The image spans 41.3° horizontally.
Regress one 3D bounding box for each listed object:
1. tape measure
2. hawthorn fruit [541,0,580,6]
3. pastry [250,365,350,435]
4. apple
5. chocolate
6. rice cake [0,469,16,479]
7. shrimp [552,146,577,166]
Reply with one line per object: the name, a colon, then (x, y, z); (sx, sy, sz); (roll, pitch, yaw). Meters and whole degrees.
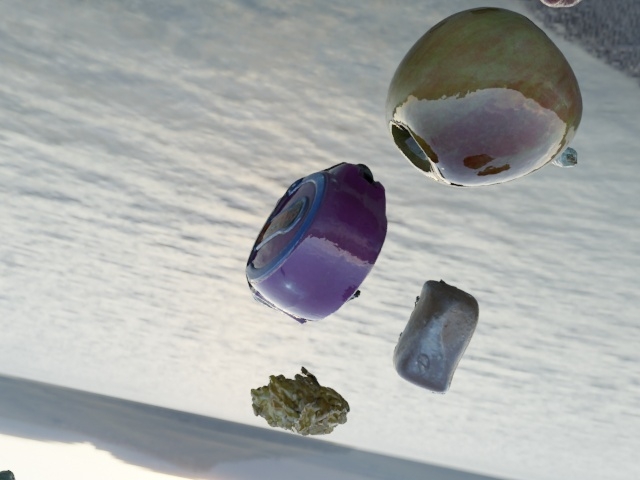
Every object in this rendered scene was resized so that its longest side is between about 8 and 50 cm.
tape measure: (0.000, 0.000, 1.280); (0.149, 0.245, 0.231); (35, 148, -20)
hawthorn fruit: (0.469, -0.514, 1.616); (0.125, 0.140, 0.125); (22, 173, 3)
pastry: (-0.040, 0.352, 1.837); (0.154, 0.102, 0.250); (36, -170, 33)
apple: (0.219, -0.185, 1.172); (0.257, 0.234, 0.257); (47, 171, 10)
chocolate: (0.269, 0.226, 1.967); (0.161, 0.261, 0.083); (20, -176, 4)
rice cake: (-0.356, 0.365, 0.989); (0.033, 0.207, 0.033); (-7, -167, -3)
shrimp: (0.537, -0.244, 2.029); (0.161, 0.049, 0.166); (34, 170, 49)
